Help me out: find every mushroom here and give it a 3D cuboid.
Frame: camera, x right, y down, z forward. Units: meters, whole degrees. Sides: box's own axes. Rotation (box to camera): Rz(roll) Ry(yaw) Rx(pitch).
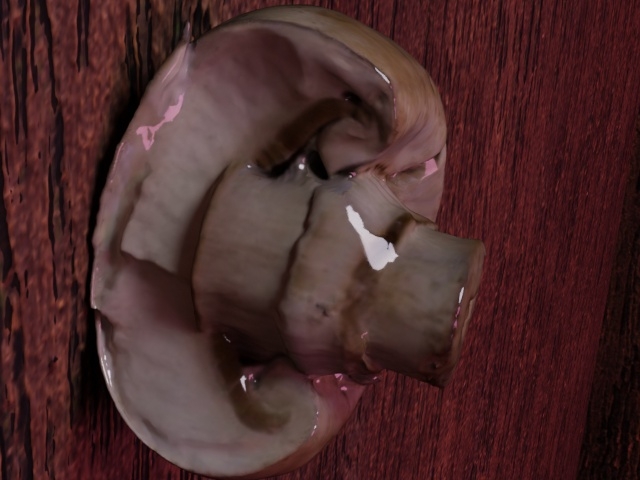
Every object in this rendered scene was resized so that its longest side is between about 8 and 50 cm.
[{"bbox_3d":[0.000,0.000,0.871,0.189,0.195,0.253,-35,140,-69],"label":"mushroom"}]
